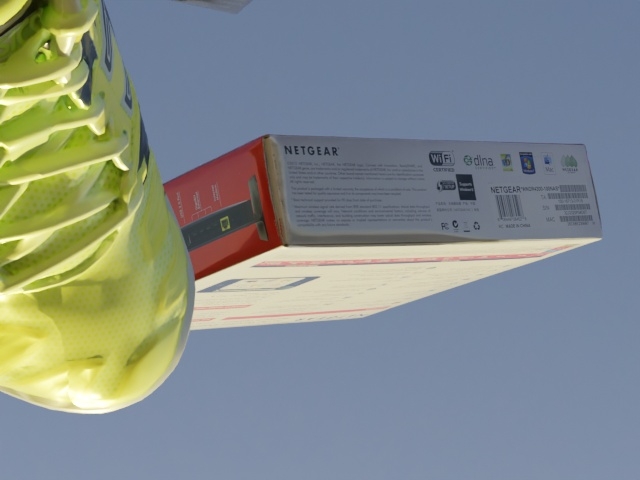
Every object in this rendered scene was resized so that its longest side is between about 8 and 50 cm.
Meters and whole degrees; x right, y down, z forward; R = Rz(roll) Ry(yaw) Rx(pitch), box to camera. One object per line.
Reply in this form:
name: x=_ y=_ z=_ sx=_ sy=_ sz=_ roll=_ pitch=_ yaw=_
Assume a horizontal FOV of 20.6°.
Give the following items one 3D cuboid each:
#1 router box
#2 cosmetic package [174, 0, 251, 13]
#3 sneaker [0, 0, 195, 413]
router box: x=0.000 y=0.000 z=1.399 sx=0.301 sy=0.335 sz=0.082 roll=-21 pitch=-105 yaw=47
cosmetic package: x=-0.022 y=-0.265 z=1.181 sx=0.238 sy=0.127 sz=0.107 roll=-42 pitch=-102 yaw=15
sneaker: x=-0.136 y=-0.059 z=0.608 sx=0.145 sy=0.147 sz=0.385 roll=-36 pitch=-47 yaw=-12
